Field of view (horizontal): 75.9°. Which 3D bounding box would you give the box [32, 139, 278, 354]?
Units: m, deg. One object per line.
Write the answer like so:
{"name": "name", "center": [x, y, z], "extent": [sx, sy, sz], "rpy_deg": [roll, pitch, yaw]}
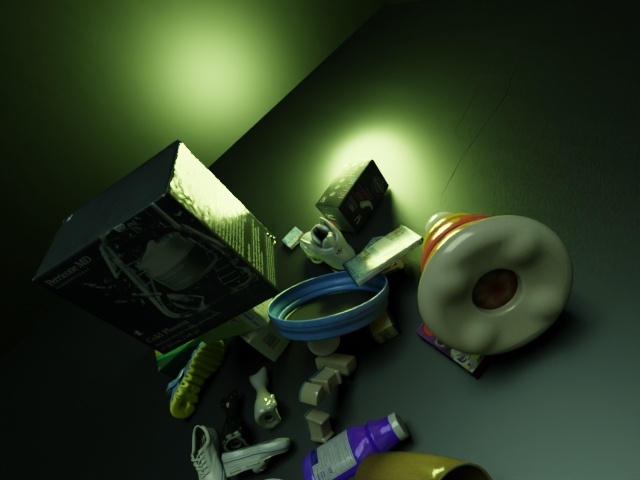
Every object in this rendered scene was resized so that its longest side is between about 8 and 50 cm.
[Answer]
{"name": "box", "center": [-0.457, 0.045, 1.255], "extent": [0.480, 0.471, 0.297], "rpy_deg": [-29, 38, 15]}

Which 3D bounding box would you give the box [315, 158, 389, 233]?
{"name": "box", "center": [0.133, -0.186, 1.689], "extent": [0.143, 0.165, 0.270], "rpy_deg": [13, 62, 48]}

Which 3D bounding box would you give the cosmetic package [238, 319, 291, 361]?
{"name": "cosmetic package", "center": [-0.263, 0.315, 1.537], "extent": [0.309, 0.160, 0.113], "rpy_deg": [16, 64, 50]}

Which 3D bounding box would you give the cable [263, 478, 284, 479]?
{"name": "cable", "center": [-0.144, 0.737, 1.027], "extent": [0.257, 0.089, 0.257], "rpy_deg": [-45, 29, -23]}

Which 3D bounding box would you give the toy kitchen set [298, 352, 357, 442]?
{"name": "toy kitchen set", "center": [0.014, 0.460, 1.222], "extent": [0.122, 0.166, 0.207], "rpy_deg": [-3, 14, 40]}

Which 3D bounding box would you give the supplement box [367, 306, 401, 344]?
{"name": "supplement box", "center": [0.191, 0.259, 1.269], "extent": [0.083, 0.056, 0.083], "rpy_deg": [-31, 36, 13]}

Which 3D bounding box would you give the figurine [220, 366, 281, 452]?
{"name": "figurine", "center": [-0.237, 0.541, 1.347], "extent": [0.215, 0.092, 0.209], "rpy_deg": [-39, 32, 2]}

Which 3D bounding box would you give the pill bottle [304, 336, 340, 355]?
{"name": "pill bottle", "center": [-0.015, 0.298, 1.352], "extent": [0.108, 0.108, 0.180], "rpy_deg": [-47, 19, -8]}

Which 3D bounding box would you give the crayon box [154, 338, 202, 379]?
{"name": "crayon box", "center": [-0.584, 0.371, 1.810], "extent": [0.313, 0.106, 0.363], "rpy_deg": [-44, 36, -3]}

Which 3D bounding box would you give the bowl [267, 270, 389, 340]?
{"name": "bowl", "center": [0.029, 0.199, 1.305], "extent": [0.391, 0.077, 0.391], "rpy_deg": [-14, 12, 3]}

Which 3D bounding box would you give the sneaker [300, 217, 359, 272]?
{"name": "sneaker", "center": [0.000, 0.000, 1.579], "extent": [0.137, 0.210, 0.366], "rpy_deg": [-48, 37, -10]}

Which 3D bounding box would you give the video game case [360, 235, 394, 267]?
{"name": "video game case", "center": [0.209, 0.038, 1.412], "extent": [0.190, 0.022, 0.173], "rpy_deg": [-11, 29, 51]}

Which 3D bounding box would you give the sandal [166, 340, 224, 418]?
{"name": "sandal", "center": [-0.493, 0.508, 1.582], "extent": [0.138, 0.126, 0.317], "rpy_deg": [1, 52, 48]}

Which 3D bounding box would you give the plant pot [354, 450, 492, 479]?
{"name": "plant pot", "center": [0.191, 0.547, 0.858], "extent": [0.254, 0.237, 0.237], "rpy_deg": [-9, 45, 56]}

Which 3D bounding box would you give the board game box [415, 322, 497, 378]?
{"name": "board game box", "center": [0.449, 0.183, 1.128], "extent": [0.347, 0.056, 0.208], "rpy_deg": [-47, 32, -8]}

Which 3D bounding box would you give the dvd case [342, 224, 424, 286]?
{"name": "dvd case", "center": [0.199, 0.044, 1.347], "extent": [0.253, 0.022, 0.180], "rpy_deg": [-34, 18, 0]}

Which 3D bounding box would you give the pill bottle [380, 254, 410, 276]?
{"name": "pill bottle", "center": [0.242, 0.077, 1.403], "extent": [0.120, 0.067, 0.067], "rpy_deg": [-28, 38, 17]}

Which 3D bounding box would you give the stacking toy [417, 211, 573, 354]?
{"name": "stacking toy", "center": [0.380, 0.039, 1.108], "extent": [0.351, 0.350, 0.480], "rpy_deg": [-35, 20, 9]}

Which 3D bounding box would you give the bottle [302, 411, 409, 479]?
{"name": "bottle", "center": [0.090, 0.539, 1.043], "extent": [0.283, 0.092, 0.118], "rpy_deg": [-36, 30, 7]}

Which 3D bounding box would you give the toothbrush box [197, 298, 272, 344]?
{"name": "toothbrush box", "center": [-0.314, 0.220, 1.447], "extent": [0.283, 0.122, 0.206], "rpy_deg": [-20, 41, 23]}

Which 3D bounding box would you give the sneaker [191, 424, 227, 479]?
{"name": "sneaker", "center": [-0.363, 0.699, 1.286], "extent": [0.094, 0.091, 0.258], "rpy_deg": [-41, 36, 1]}

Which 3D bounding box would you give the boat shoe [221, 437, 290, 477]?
{"name": "boat shoe", "center": [-0.184, 0.643, 1.212], "extent": [0.226, 0.083, 0.075], "rpy_deg": [-22, 70, 19]}

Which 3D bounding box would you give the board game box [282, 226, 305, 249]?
{"name": "board game box", "center": [-0.122, -0.011, 1.861], "extent": [0.090, 0.020, 0.090], "rpy_deg": [-46, 37, -5]}
